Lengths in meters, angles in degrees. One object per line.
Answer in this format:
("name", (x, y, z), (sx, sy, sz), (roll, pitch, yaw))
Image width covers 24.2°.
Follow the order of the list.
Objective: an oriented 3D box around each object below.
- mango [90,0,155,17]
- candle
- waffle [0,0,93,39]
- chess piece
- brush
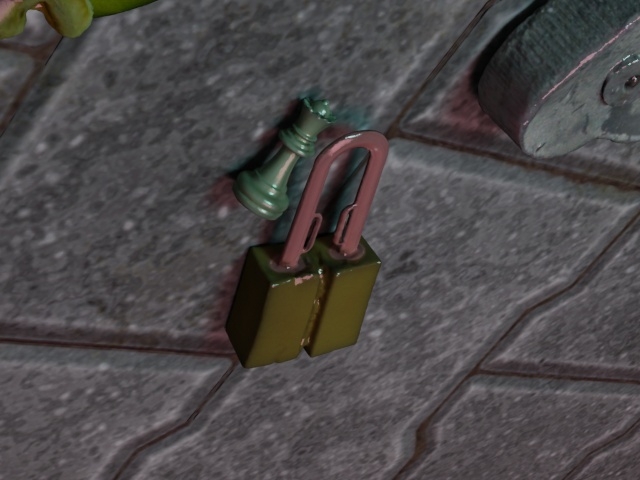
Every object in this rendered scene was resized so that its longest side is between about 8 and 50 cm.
("mango", (-0.098, -0.177, 0.802), (0.165, 0.074, 0.091), (-19, 140, 6))
("candle", (0.216, -0.141, 1.100), (0.192, 0.068, 0.168), (-14, 142, -31))
("waffle", (-0.180, -0.187, 0.696), (0.223, 0.054, 0.204), (14, 126, -27))
("chess piece", (-0.021, -0.062, 1.042), (0.042, 0.042, 0.093), (13, 119, -47))
("brush", (0.000, 0.000, 1.131), (0.103, 0.047, 0.233), (-12, 140, -27))
